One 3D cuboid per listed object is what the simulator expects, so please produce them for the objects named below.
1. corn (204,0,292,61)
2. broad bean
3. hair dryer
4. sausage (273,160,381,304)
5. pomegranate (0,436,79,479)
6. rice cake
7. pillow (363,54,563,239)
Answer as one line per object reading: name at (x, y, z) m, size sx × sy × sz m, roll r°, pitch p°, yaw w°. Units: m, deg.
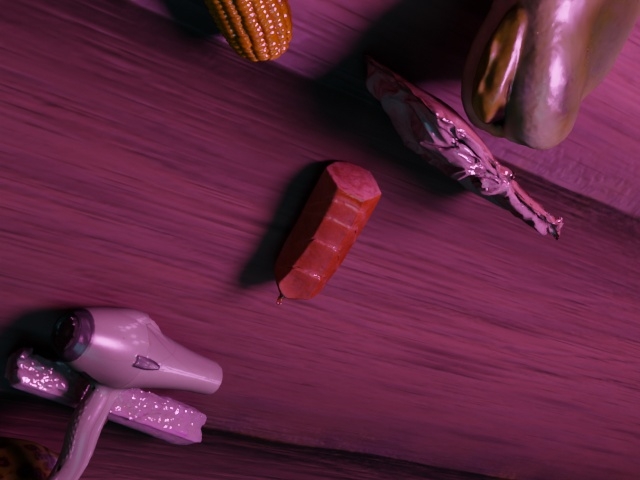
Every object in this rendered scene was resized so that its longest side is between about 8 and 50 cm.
corn at (-0.071, -0.223, 0.775) m, size 0.068 × 0.068 × 0.207 m, roll -23°, pitch 139°, yaw 3°
broad bean at (0.205, -0.182, 0.872) m, size 0.228 × 0.100 × 0.169 m, roll -45°, pitch 144°, yaw -27°
hair dryer at (-0.199, 0.176, 1.091) m, size 0.219 × 0.088 × 0.225 m, roll -2°, pitch 106°, yaw -46°
sausage at (0.001, 0.000, 1.035) m, size 0.065 × 0.065 × 0.169 m, roll 8°, pitch 132°, yaw -27°
pomegranate at (-0.366, 0.338, 1.159) m, size 0.242 × 0.242 × 0.306 m, roll -24°, pitch 179°, yaw 4°
rice cake at (-0.236, 0.178, 1.134) m, size 0.055 × 0.049 × 0.270 m, roll 5°, pitch 161°, yaw 45°
pillow at (0.134, -0.079, 0.953) m, size 0.248 × 0.135 × 0.049 m, roll 33°, pitch 97°, yaw -43°
